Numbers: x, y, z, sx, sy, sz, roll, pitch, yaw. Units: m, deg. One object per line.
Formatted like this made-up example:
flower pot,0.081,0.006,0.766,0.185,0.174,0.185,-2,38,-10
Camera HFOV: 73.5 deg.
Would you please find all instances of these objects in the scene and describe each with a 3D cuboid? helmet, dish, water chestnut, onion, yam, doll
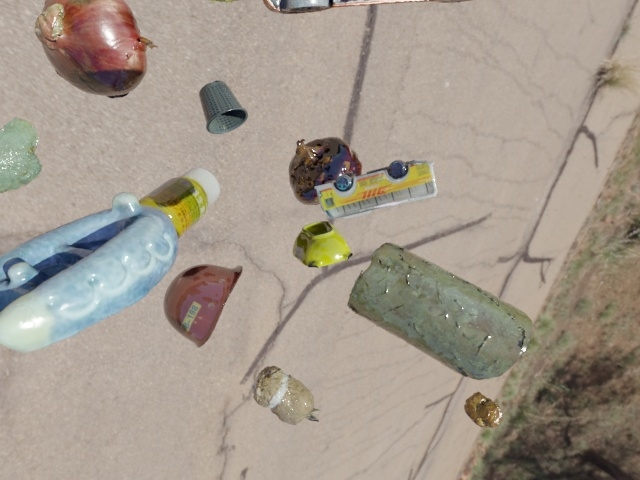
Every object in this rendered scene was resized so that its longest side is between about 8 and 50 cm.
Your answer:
helmet,-0.512,0.227,1.764,0.230,0.337,0.384,27,109,-15
dish,0.000,0.000,1.650,0.222,0.262,0.108,-16,113,-11
water chestnut,-0.005,-0.317,1.875,0.335,0.335,0.347,-57,142,1
onion,-0.728,-0.648,1.403,0.354,0.354,0.353,-24,131,-32
yam,0.217,0.134,0.816,0.168,0.305,0.168,-56,167,-20
doll,-0.081,0.412,1.101,0.221,0.115,0.105,49,35,-17

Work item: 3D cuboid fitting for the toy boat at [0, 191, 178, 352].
toy boat,-0.351,0.020,0.625,0.330,0.216,0.122,-41,130,-54

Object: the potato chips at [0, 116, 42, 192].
potato chips,-0.885,-0.232,1.210,0.167,0.059,0.228,1,114,-34

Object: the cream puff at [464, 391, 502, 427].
cream puff,0.526,0.545,1.379,0.094,0.116,0.122,-52,-175,18

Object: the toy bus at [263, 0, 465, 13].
toy bus,0.071,-0.379,0.561,0.330,0.153,0.142,-11,113,-11

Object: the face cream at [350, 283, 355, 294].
face cream,0.157,0.168,1.275,0.104,0.117,0.117,1,115,-34

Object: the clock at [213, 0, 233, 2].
clock,-0.374,-0.990,1.605,0.278,0.293,0.071,-3,96,-16

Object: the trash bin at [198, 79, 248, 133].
trash bin,-0.402,-0.536,1.703,0.176,0.160,0.175,-27,172,-4

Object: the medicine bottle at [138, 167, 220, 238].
medicine bottle,-0.620,-0.163,1.889,0.384,0.225,0.224,-60,155,-52

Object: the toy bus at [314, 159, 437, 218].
toy bus,0.127,-0.118,0.975,0.092,0.269,0.105,-41,118,-74
